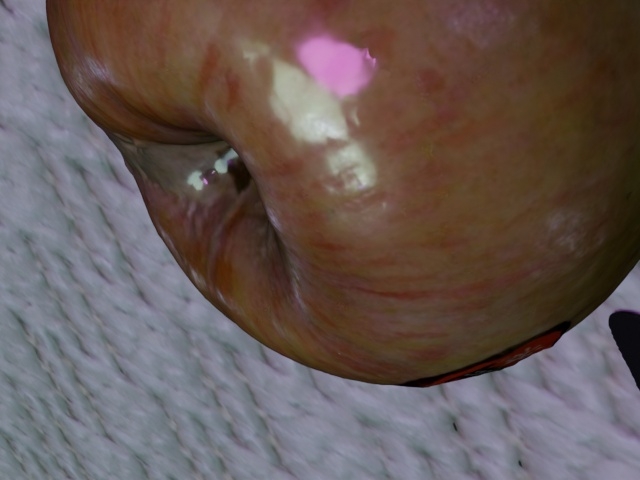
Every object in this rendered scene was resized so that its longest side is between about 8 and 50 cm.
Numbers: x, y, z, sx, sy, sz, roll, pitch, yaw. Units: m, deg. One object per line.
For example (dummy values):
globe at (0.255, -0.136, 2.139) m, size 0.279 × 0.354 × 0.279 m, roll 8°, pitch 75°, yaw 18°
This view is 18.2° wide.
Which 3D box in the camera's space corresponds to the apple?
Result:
apple at (0.020, -0.069, 0.703) m, size 0.261 × 0.194 × 0.261 m, roll 40°, pitch 156°, yaw 22°

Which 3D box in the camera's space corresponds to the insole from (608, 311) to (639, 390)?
insole at (0.170, 0.090, 0.936) m, size 0.053 × 0.002 × 0.153 m, roll 13°, pitch 140°, yaw 52°
